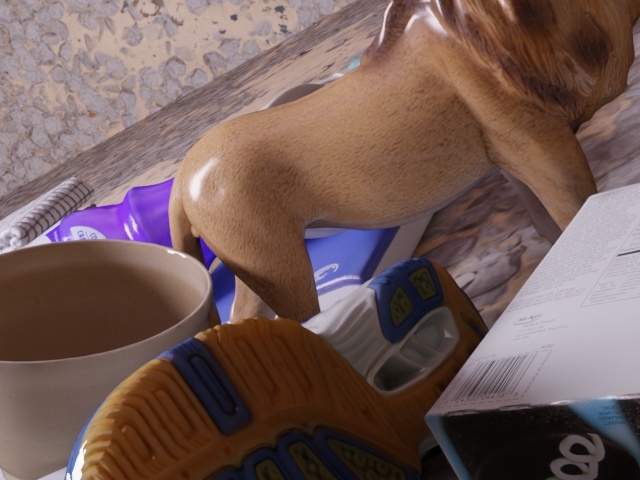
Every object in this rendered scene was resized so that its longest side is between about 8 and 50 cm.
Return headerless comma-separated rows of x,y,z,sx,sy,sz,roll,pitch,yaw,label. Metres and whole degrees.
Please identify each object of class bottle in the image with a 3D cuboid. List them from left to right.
-0.178,0.036,0.917,0.283,0.118,0.092,-34,-18,10,bottle

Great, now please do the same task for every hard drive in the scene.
0.000,0.000,0.956,0.210,0.040,0.318,-23,17,29,hard drive

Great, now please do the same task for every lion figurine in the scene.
0.034,-0.054,0.678,0.392,0.240,0.142,-31,15,5,lion figurine

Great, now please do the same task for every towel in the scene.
-0.409,0.054,1.447,0.284,0.121,0.235,-29,14,16,towel

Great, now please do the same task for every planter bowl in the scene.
-0.138,0.078,0.653,0.162,0.109,0.162,-2,23,1,planter bowl

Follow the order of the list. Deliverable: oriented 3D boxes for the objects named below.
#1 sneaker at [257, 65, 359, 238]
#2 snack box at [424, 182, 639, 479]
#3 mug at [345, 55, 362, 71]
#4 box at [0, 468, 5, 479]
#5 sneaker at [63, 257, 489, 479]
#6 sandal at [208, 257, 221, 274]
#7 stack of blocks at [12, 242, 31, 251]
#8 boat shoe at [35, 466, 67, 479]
-0.003,-0.058,0.891,0.152,0.114,0.305,-30,4,31,sneaker
0.213,0.019,0.445,0.322,0.060,0.187,-15,23,47,snack box
0.116,-0.161,1.103,0.129,0.097,0.158,-38,25,-18,mug
-0.197,0.175,0.729,0.137,0.072,0.126,-26,17,18,box
-0.022,0.098,0.526,0.131,0.112,0.296,-34,-11,30,sneaker
-0.173,0.022,1.138,0.240,0.088,0.079,-6,23,48,sandal
-0.342,0.086,1.104,0.297,0.171,0.087,-19,20,37,stack of blocks
-0.184,0.203,0.551,0.306,0.113,0.105,-18,19,-9,boat shoe
